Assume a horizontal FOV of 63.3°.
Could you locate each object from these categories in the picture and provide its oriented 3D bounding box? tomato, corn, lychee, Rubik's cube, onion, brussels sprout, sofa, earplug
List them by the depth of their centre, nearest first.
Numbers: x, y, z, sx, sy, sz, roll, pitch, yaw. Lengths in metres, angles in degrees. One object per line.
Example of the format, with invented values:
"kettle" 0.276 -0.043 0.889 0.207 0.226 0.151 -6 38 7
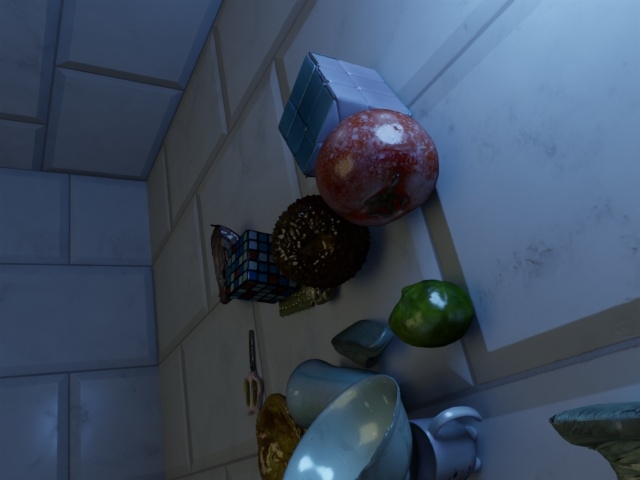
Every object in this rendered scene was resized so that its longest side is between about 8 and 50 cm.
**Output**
"sofa" 0.445 0.313 0.644 0.210 0.176 0.225 -28 63 55
"brussels sprout" 0.225 0.149 1.053 0.161 0.144 0.180 -42 7 17
"tomato" 0.123 -0.166 1.143 0.270 0.270 0.227 -50 41 46
"earplug" 0.080 0.388 1.286 0.324 0.185 0.184 -15 74 50
"Rubik's cube" 0.054 -0.302 1.311 0.231 0.221 0.224 -63 37 34
"lychee" 0.000 0.000 1.367 0.267 0.268 0.267 -8 81 59
"corn" -0.005 0.083 1.521 0.087 0.087 0.210 -35 55 53
"Rubik's cube" -0.190 0.092 1.706 0.184 0.187 0.182 -40 46 52
"onion" -0.354 0.091 2.061 0.280 0.146 0.314 148 111 -70

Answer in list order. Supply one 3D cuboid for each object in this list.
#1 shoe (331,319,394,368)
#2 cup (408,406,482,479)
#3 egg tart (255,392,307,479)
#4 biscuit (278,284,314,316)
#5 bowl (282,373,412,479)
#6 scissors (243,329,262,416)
"shoe" 0.115 0.263 1.297 0.100 0.103 0.251 54 159 -5
"cup" 0.236 0.396 1.022 0.134 0.142 0.173 5 92 60
"egg tart" -0.079 0.622 1.550 0.341 0.129 0.341 -7 82 57
"biscuit" -0.085 0.172 1.707 0.231 0.016 0.139 -26 64 55
"bowl" 0.077 0.420 0.972 0.146 0.313 0.313 45 144 -7
"scissors" -0.260 0.498 1.963 0.160 0.024 0.317 -25 66 56
